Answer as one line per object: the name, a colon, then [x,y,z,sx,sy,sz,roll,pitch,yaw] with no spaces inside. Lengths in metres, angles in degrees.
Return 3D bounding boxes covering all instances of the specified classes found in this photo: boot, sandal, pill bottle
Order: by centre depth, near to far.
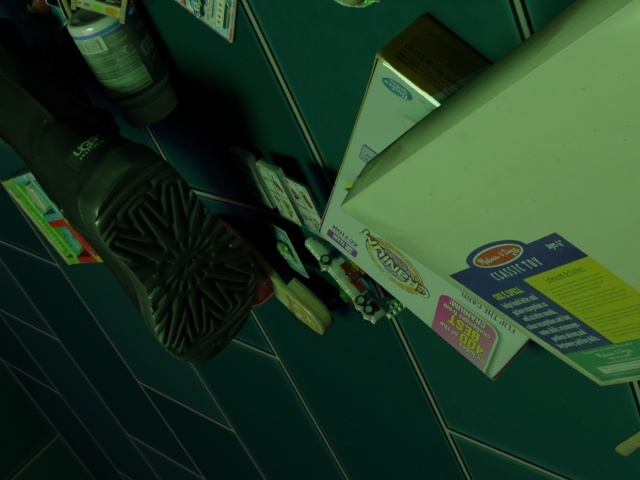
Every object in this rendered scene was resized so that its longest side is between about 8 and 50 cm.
pill bottle: [-0.218,-0.200,1.217,0.078,0.078,0.137,17,143,45]
boot: [-0.292,-0.082,1.319,0.445,0.146,0.367,36,159,34]
sandal: [-0.092,0.057,1.373,0.240,0.079,0.088,37,161,32]

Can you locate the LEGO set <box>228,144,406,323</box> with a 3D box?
LEGO set: [0.000,0.000,1.254,0.182,0.060,0.244,30,152,54]

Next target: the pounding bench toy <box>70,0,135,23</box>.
pounding bench toy: [-0.219,-0.281,1.136,0.065,0.083,0.052,15,158,-9]

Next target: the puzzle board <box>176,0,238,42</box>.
puzzle board: [-0.119,-0.259,1.060,0.096,0.011,0.128,39,154,12]

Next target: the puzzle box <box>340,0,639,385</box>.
puzzle box: [0.202,-0.018,0.692,0.272,0.052,0.409,34,157,-11]

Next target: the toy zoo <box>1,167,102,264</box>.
toy zoo: [-0.423,-0.044,1.807,0.192,0.030,0.293,54,153,-18]

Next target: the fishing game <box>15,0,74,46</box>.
fishing game: [-0.364,-0.308,1.283,0.264,0.041,0.189,41,157,30]

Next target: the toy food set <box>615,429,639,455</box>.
toy food set: [0.380,0.226,1.014,0.192,0.038,0.132,36,160,8]

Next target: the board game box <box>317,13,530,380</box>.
board game box: [0.128,-0.022,0.980,0.242,0.064,0.316,40,154,10]

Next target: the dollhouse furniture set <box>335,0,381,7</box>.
dollhouse furniture set: [-0.040,-0.276,0.701,0.301,0.197,0.151,47,153,-2]
